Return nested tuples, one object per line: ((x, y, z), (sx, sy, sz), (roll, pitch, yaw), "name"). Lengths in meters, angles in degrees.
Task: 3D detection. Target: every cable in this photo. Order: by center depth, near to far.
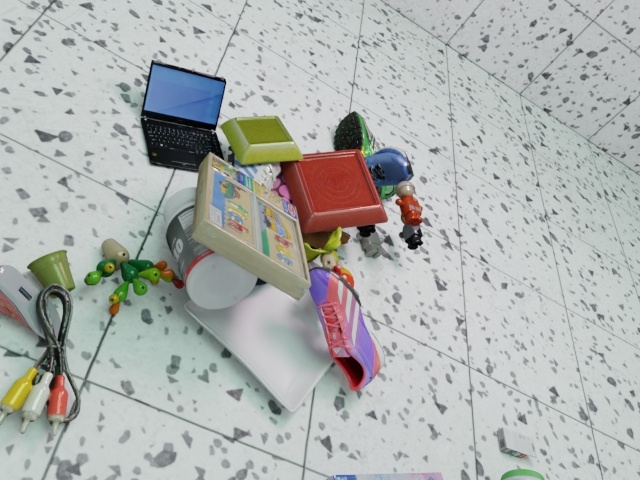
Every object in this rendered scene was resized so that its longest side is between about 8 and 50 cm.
((-0.485, 0.218, 1.224), (0.139, 0.072, 0.287), (22, 59, -26), "cable")

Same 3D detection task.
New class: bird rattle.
((0.048, 0.095, 1.754), (0.207, 0.143, 0.253), (55, 5, -44), "bird rattle")

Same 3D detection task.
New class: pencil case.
((-0.107, -0.134, 1.894), (0.095, 0.098, 0.209), (10, 46, 1), "pencil case")

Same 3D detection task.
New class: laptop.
((-0.357, -0.331, 1.826), (0.234, 0.136, 0.264), (6, 51, -36), "laptop")

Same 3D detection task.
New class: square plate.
((-0.114, 0.200, 1.610), (0.347, 0.049, 0.344), (44, 39, 2), "square plate")

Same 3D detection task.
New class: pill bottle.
((-0.264, 0.009, 1.531), (0.161, 0.161, 0.283), (9, 32, -35), "pill bottle")

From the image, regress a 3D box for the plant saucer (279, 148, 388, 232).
((0.041, -0.154, 1.853), (0.258, 0.048, 0.259), (-8, 61, -19), "plant saucer")

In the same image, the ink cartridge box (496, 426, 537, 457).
((0.544, 0.566, 1.843), (0.115, 0.029, 0.063), (25, 41, -22), "ink cartridge box")

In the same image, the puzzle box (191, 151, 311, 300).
((-0.158, -0.045, 1.518), (0.272, 0.052, 0.409), (33, 18, -22), "puzzle box")

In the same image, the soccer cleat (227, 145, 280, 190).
((-0.178, -0.159, 1.800), (0.143, 0.116, 0.331), (-7, 49, 1), "soccer cleat")

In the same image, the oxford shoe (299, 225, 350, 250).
((0.000, 0.000, 1.892), (0.212, 0.076, 0.076), (5, 81, -40), "oxford shoe")

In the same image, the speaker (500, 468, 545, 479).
((0.496, 0.709, 1.590), (0.131, 0.131, 0.296), (29, 41, -16), "speaker")

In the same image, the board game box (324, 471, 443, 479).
((0.173, 0.660, 1.411), (0.318, 0.066, 0.318), (11, 48, -33), "board game box")

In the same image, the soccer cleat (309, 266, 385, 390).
((0.050, 0.210, 1.588), (0.116, 0.108, 0.318), (-47, 115, -47), "soccer cleat")

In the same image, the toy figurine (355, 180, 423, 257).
((0.201, -0.064, 1.979), (0.209, 0.213, 0.148), (67, 10, -57), "toy figurine")

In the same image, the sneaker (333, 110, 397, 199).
((0.152, -0.279, 2.235), (0.146, 0.134, 0.343), (4, 61, -46), "sneaker")

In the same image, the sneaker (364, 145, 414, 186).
((0.136, -0.196, 2.022), (0.147, 0.330, 0.130), (-42, 118, -39), "sneaker")

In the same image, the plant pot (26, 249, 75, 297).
((-0.540, 0.073, 1.354), (0.083, 0.083, 0.079), (-21, 82, -48), "plant pot")

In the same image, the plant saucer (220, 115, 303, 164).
((-0.160, -0.289, 1.842), (0.188, 0.045, 0.188), (-8, 46, -26), "plant saucer")

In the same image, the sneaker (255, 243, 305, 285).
((-0.133, 0.048, 1.658), (0.082, 0.069, 0.209), (23, 37, 32), "sneaker")

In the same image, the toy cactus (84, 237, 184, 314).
((-0.423, 0.068, 1.452), (0.219, 0.112, 0.180), (-10, 42, -42), "toy cactus")

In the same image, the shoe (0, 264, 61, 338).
((-0.581, 0.124, 1.279), (0.178, 0.081, 0.063), (59, 33, -28), "shoe")
